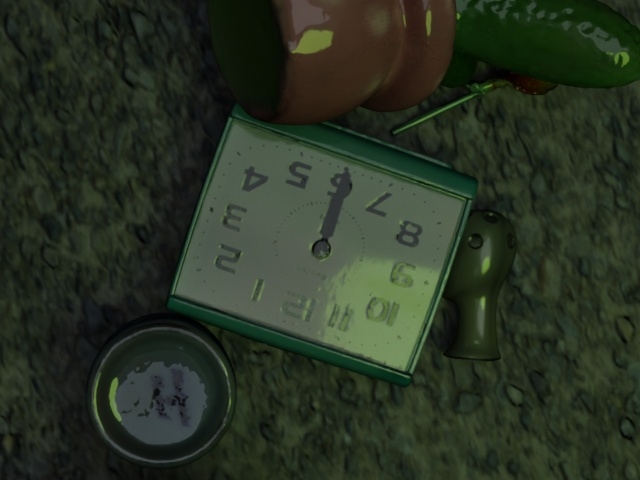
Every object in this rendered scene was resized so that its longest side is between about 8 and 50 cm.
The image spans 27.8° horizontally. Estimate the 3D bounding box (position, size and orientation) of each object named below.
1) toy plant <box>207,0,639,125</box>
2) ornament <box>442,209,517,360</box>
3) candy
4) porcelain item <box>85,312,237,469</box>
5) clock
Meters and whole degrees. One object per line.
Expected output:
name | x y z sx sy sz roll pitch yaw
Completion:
toy plant | 0.087 -0.213 1.238 0.356 0.210 0.317 -12 48 -31
ornament | 0.161 0.045 1.348 0.081 0.075 0.156 4 89 7
candy | 0.167 -0.155 1.373 0.201 0.060 0.060 -24 91 1
porcelain item | -0.157 0.146 1.284 0.147 0.114 0.147 0 92 -5
clock | 0.000 0.000 1.318 0.262 0.116 0.231 18 91 -5
